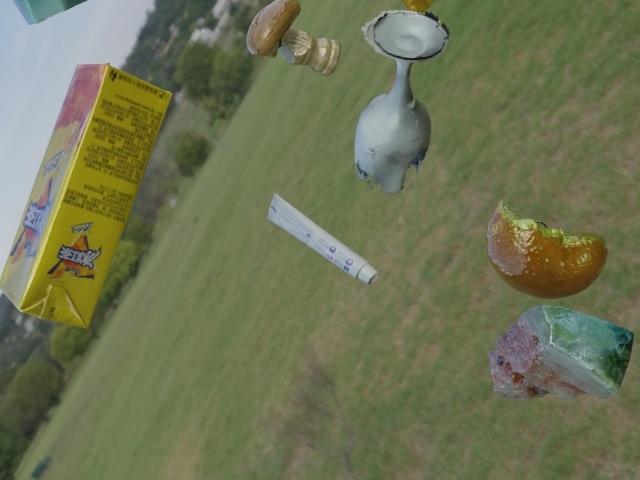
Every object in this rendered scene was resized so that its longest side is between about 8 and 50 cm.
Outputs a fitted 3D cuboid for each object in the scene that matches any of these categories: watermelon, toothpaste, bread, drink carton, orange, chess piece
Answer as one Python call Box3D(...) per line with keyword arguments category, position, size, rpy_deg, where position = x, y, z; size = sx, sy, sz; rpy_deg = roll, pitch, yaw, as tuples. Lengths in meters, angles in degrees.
Box3D(category="watermelon", position=(0.329, 0.180, 1.323), size=(0.241, 0.154, 0.094), rpy_deg=(-45, 21, 60))
Box3D(category="toothpaste", position=(0.000, 0.000, 1.391), size=(0.033, 0.218, 0.052), rpy_deg=(-26, -35, -49))
Box3D(category="bread", position=(-0.110, -0.483, 1.976), size=(0.114, 0.077, 0.189), rpy_deg=(-43, 16, 50))
Box3D(category="drink carton", position=(-0.337, -0.067, 1.252), size=(0.154, 0.111, 0.351), rpy_deg=(18, 87, 58))
Box3D(category="orange", position=(0.429, 0.030, 1.726), size=(0.179, 0.237, 0.159), rpy_deg=(-132, 62, -86))
Box3D(category="chess piece", position=(-0.059, -0.467, 2.131), size=(0.090, 0.200, 0.090), rpy_deg=(14, 90, 68))

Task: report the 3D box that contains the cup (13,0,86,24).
Box3D(category="cup", position=(-0.471, -0.475, 1.413), size=(0.148, 0.236, 0.134), rpy_deg=(-32, 25, -17))

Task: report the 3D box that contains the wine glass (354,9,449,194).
Box3D(category="wine glass", position=(0.129, -0.228, 1.506), size=(0.321, 0.143, 0.143), rpy_deg=(92, -167, -49))

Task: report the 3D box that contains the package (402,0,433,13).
Box3D(category="package", position=(0.181, -0.471, 1.609), size=(0.047, 0.071, 0.131), rpy_deg=(-29, 28, 35))
